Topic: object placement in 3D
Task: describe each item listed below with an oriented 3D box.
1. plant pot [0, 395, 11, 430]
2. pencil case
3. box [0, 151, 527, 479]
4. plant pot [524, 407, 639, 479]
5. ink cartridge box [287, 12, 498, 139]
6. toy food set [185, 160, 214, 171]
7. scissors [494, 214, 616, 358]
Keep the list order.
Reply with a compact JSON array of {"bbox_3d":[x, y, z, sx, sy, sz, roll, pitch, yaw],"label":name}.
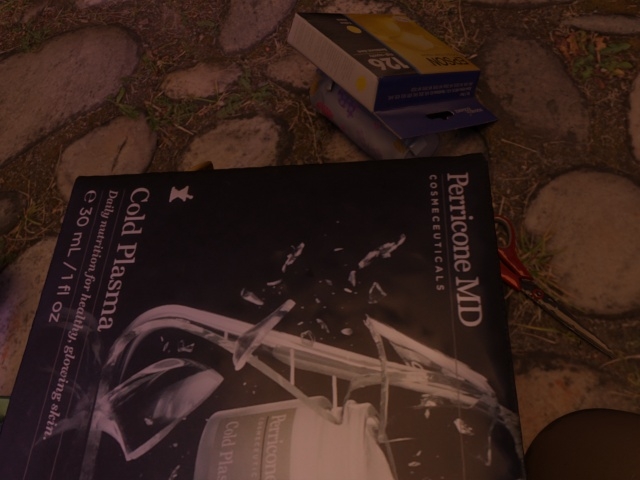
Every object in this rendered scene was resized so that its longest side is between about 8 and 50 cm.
[{"bbox_3d":[-0.520,0.391,0.606,0.341,0.341,0.334,1,74,11],"label":"plant pot"},{"bbox_3d":[0.097,-0.231,0.859,0.113,0.124,0.273,-37,66,-12],"label":"pencil case"},{"bbox_3d":[-0.048,0.185,0.533,0.472,0.297,0.479,-2,66,8],"label":"box"},{"bbox_3d":[0.377,0.304,0.489,0.257,0.274,0.256,-4,66,8],"label":"plant pot"},{"bbox_3d":[0.148,-0.314,0.834,0.304,0.072,0.307,-20,55,-39],"label":"ink cartridge box"},{"bbox_3d":[-0.277,-0.061,0.873,0.218,0.128,0.071,-37,95,-8],"label":"toy food set"},{"bbox_3d":[0.325,0.080,0.740,0.109,0.021,0.297,-28,66,-5],"label":"scissors"}]
